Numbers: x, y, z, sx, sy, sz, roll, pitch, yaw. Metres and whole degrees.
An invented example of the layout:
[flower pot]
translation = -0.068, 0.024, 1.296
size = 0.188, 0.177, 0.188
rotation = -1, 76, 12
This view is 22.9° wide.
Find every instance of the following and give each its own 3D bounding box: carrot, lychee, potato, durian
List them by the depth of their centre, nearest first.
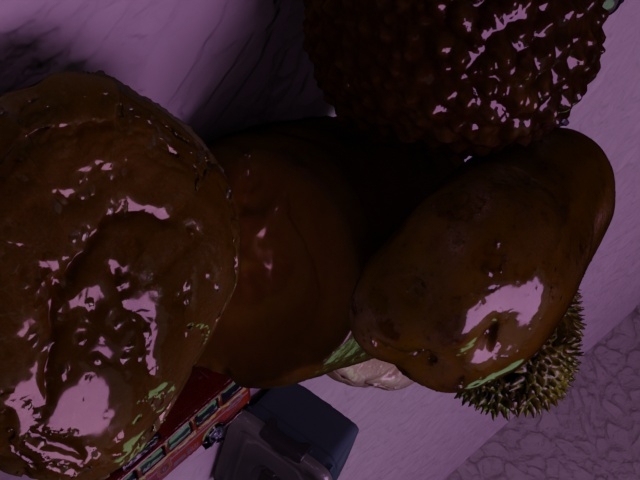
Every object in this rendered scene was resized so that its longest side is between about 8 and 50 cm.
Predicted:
[lychee]
translation = 0.105, -0.198, 1.282
size = 0.267, 0.267, 0.267
rotation = -42, 162, -17
[potato]
translation = 0.161, 0.009, 1.352
size = 0.369, 0.176, 0.196
rotation = -35, 116, -54
[carrot]
translation = 0.000, 0.000, 1.470
size = 0.340, 0.241, 0.241
rotation = -15, 144, -56
[durian]
translation = 0.262, 0.118, 2.338
size = 0.291, 0.291, 0.225
rotation = -59, -179, 33

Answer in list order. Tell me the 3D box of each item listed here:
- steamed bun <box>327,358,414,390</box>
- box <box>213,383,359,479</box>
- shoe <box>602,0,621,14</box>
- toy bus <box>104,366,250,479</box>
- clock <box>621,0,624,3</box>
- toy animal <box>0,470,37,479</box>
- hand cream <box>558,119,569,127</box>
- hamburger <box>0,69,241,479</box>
[steamed bun]
translation = 0.075, 0.112, 2.100
size = 0.231, 0.110, 0.212
rotation = -38, 144, -18
[box]
translation = -0.047, 0.300, 2.154
size = 0.130, 0.162, 0.227
rotation = -48, 166, -35
[shoe]
translation = 0.198, -0.293, 1.490
size = 0.137, 0.114, 0.291
rotation = -29, 145, -4
[toy bus]
translation = -0.180, 0.219, 1.779
size = 0.235, 0.073, 0.096
rotation = -39, 151, -26
[clock]
translation = 0.339, -0.365, 1.692
size = 0.281, 0.055, 0.281
rotation = -51, 163, -22
[toy animal]
translation = -0.235, 0.149, 1.316
size = 0.154, 0.208, 0.325
rotation = -1, 123, -9
[hand cream]
translation = 0.244, -0.093, 2.170
size = 0.234, 0.050, 0.080
rotation = -44, 167, 12
[hamburger]
translation = -0.173, 0.022, 1.103
size = 0.265, 0.134, 0.285
rotation = 36, 78, -30
